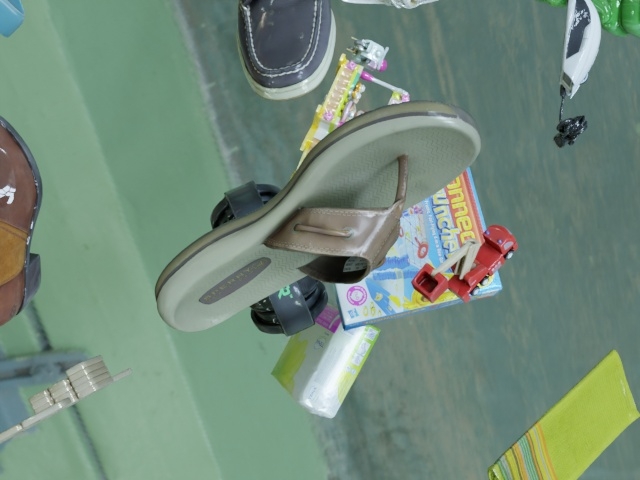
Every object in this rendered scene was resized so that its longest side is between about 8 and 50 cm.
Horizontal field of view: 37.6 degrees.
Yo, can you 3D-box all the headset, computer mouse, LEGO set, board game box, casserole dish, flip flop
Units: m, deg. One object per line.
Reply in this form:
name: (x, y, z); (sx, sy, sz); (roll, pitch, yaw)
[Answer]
headset: (-0.058, 0.017, 1.522); (0.185, 0.394, 0.243); (-23, 92, -5)
computer mouse: (0.302, -0.204, 1.100); (0.042, 0.106, 0.192); (6, 85, 12)
LEGO set: (0.036, -0.131, 1.278); (0.107, 0.132, 0.287); (23, 96, 0)
board game box: (0.155, -0.013, 1.791); (0.302, 0.086, 0.308); (-13, 79, -3)
casserole dish: (-0.417, -0.326, 1.157); (0.037, 0.188, 0.114); (-25, 77, 3)
flip flop: (0.000, 0.000, 0.681); (0.277, 0.080, 0.112); (-33, 145, 13)

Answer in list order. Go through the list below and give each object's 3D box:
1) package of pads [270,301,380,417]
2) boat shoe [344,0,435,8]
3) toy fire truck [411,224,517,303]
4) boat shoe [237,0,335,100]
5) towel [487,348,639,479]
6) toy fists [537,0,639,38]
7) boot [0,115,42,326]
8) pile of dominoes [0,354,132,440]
package of pads: (0.001, 0.258, 2.113); (0.101, 0.296, 0.229); (30, 86, -15)
boat shoe: (0.154, -0.467, 1.700); (0.277, 0.096, 0.098); (-6, 144, 16)
toy fire truck: (0.244, 0.038, 1.565); (0.192, 0.135, 0.047); (-46, 58, -6)
boat shoe: (-0.042, -0.266, 0.923); (0.103, 0.285, 0.092); (-5, 149, 12)
towel: (0.284, 0.231, 1.079); (0.021, 0.237, 0.102); (10, 128, 53)
toy fists: (0.388, -0.381, 1.334); (0.279, 0.096, 0.142); (33, 121, 26)
boot: (-0.410, 0.018, 1.004); (0.096, 0.280, 0.264); (14, 117, 9)
pile of dominoes: (-0.375, 0.218, 1.176); (0.251, 0.196, 0.040); (-28, 88, 10)
